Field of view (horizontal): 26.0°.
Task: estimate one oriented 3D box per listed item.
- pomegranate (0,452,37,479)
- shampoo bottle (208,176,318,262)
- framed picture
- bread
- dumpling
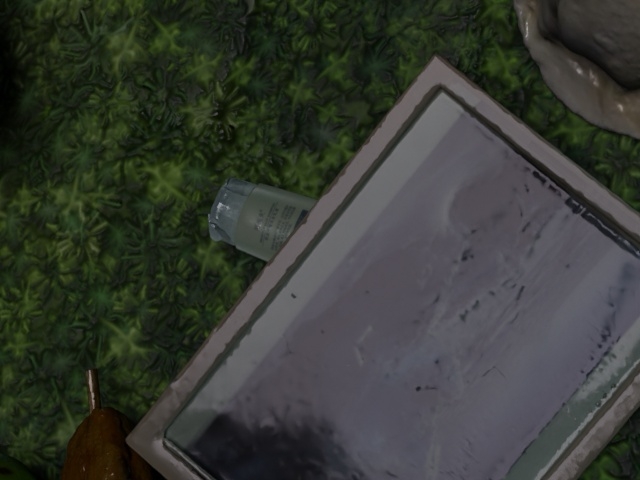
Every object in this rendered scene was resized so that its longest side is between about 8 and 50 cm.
[{"bbox_3d":[-0.334,0.308,1.263,0.211,0.211,0.263,-9,102,19],"label":"pomegranate"},{"bbox_3d":[0.000,0.000,1.260,0.212,0.049,0.072,21,93,21],"label":"shampoo bottle"},{"bbox_3d":[0.083,0.110,1.186,0.326,0.028,0.446,39,96,9],"label":"framed picture"},{"bbox_3d":[-0.183,0.283,1.259,0.124,0.084,0.344,-29,64,49],"label":"bread"},{"bbox_3d":[0.261,-0.192,1.146,0.227,0.175,0.243,-53,48,37],"label":"dumpling"}]
